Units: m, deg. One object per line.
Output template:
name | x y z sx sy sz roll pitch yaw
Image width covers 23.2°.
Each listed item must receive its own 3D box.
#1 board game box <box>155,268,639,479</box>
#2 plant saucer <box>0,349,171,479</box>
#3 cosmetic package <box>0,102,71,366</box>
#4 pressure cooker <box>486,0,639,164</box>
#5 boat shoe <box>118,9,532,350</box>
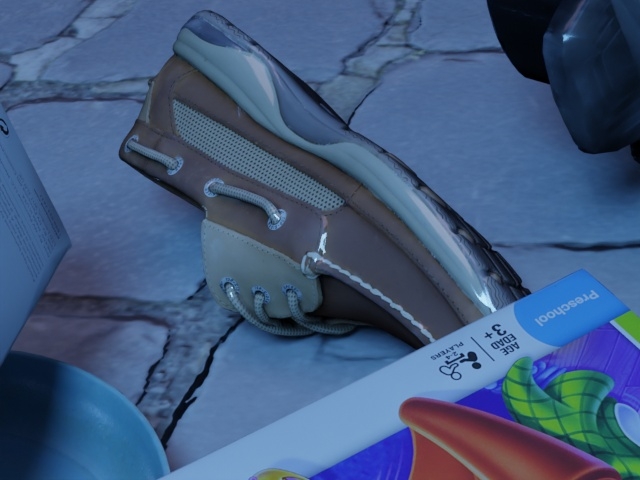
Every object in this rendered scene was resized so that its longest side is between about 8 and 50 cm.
board game box | 0.022 0.167 0.508 0.347 0.078 0.233 -25 46 -21
plant saucer | -0.216 0.156 0.678 0.317 0.044 0.318 -7 32 5
cosmetic package | -0.321 0.082 0.663 0.377 0.097 0.284 -18 21 16
pressure cooker | 0.299 -0.196 0.790 0.370 0.376 0.420 -5 20 -44
boat shoe | 0.000 0.000 0.818 0.116 0.123 0.324 -49 46 3
